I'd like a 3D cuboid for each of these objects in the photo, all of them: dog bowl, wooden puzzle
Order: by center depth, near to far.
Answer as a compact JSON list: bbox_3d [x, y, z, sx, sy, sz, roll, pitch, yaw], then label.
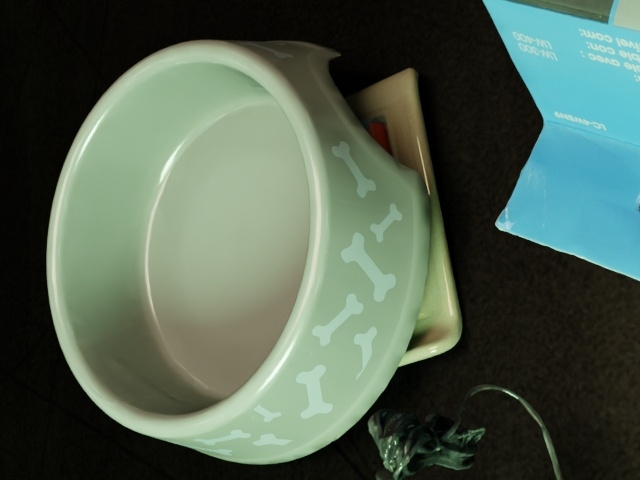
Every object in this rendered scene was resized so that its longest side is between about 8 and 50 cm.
[{"bbox_3d":[-0.082,0.002,1.068,0.349,0.102,0.348,-7,79,40],"label":"dog bowl"},{"bbox_3d":[0.000,0.000,1.088,0.221,0.044,0.238,-21,65,36],"label":"wooden puzzle"}]

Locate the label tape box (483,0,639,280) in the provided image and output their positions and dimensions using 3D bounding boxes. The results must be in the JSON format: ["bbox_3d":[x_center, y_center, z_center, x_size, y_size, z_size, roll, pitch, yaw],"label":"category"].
[{"bbox_3d":[0.220,-0.142,0.675,0.249,0.115,0.347,24,94,42],"label":"label tape box"}]

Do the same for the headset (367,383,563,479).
[{"bbox_3d":[0.227,0.158,0.756,0.394,0.185,0.243,13,87,31],"label":"headset"}]
